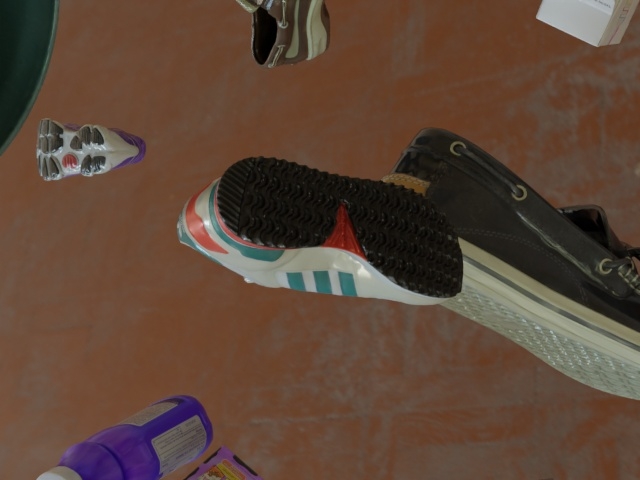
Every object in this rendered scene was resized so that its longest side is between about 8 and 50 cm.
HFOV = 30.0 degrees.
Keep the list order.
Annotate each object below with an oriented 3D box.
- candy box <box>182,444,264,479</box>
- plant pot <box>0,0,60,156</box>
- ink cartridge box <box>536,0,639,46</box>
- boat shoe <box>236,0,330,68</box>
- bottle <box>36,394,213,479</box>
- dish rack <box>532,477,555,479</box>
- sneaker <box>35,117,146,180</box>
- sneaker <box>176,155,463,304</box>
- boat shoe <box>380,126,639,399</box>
[{"bbox_3d":[-0.128,0.371,1.439,0.165,0.070,0.196,38,52,21],"label":"candy box"},{"bbox_3d":[-0.373,-0.187,0.921,0.196,0.293,0.293,20,80,24],"label":"plant pot"},{"bbox_3d":[0.343,-0.306,1.520,0.092,0.143,0.090,29,112,19],"label":"ink cartridge box"},{"bbox_3d":[-0.046,-0.269,1.244,0.095,0.257,0.095,-26,57,-12],"label":"boat shoe"},{"bbox_3d":[-0.247,0.276,1.501,0.118,0.283,0.092,-27,88,26],"label":"bottle"},{"bbox_3d":[-0.003,0.243,0.837,0.285,0.332,0.072,-28,70,31],"label":"dish rack"},{"bbox_3d":[-0.253,-0.096,1.303,0.170,0.071,0.068,11,100,44],"label":"sneaker"},{"bbox_3d":[0.000,0.000,0.629,0.075,0.161,0.057,-19,62,52],"label":"sneaker"},{"bbox_3d":[0.264,0.044,1.234,0.187,0.500,0.156,-12,52,65],"label":"boat shoe"}]
